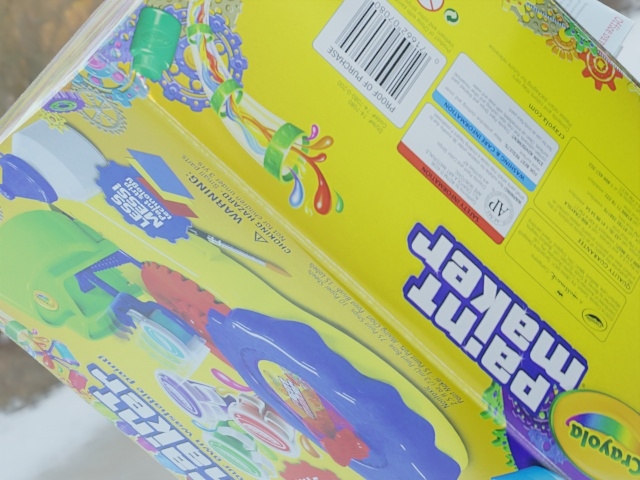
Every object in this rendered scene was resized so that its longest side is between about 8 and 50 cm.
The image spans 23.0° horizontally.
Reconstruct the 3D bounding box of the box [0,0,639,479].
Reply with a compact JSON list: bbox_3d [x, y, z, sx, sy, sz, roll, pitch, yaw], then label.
[{"bbox_3d":[0.000,0.000,0.736,0.177,0.290,0.279,-55,15,-29],"label":"box"}]

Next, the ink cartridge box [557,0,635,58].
[{"bbox_3d":[0.210,-0.197,1.621,0.128,0.176,0.127,-48,-13,-53],"label":"ink cartridge box"}]
